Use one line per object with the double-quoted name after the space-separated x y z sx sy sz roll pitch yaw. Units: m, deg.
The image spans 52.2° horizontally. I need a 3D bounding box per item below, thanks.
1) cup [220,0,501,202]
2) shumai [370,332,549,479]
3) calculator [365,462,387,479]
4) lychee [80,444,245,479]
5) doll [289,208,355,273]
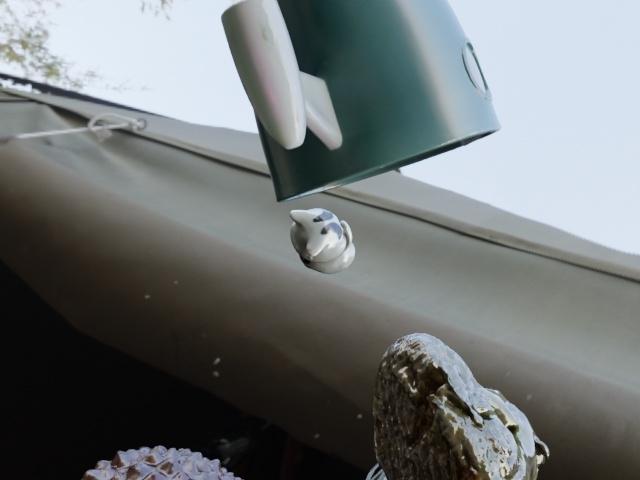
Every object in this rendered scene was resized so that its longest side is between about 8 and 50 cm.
0.021 -0.131 0.466 0.168 0.300 0.173 -18 -87 26 "cup"
0.252 0.305 1.010 0.217 0.283 0.345 -52 -133 50 "shumai"
0.088 0.516 1.267 0.021 0.261 0.161 33 -49 5 "calculator"
-0.141 0.325 0.547 0.265 0.300 0.264 7 -48 8 "lychee"
0.003 0.000 1.228 0.107 0.180 0.110 -32 -109 -4 "doll"
